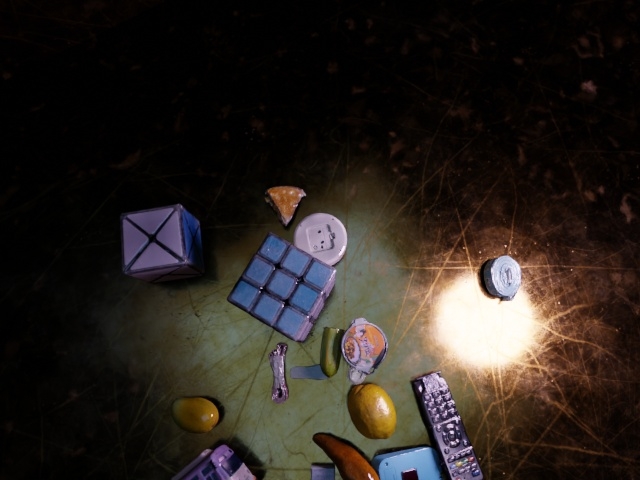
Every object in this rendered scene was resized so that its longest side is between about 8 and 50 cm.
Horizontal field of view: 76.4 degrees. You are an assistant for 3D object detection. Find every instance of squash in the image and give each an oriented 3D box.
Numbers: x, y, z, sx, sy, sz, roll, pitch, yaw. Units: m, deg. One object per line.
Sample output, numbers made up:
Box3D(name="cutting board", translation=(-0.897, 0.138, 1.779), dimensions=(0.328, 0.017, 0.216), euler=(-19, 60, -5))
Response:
Box3D(name="squash", translation=(0.040, 0.443, 1.606), dimensions=(0.095, 0.095, 0.188), euler=(10, 71, 4))

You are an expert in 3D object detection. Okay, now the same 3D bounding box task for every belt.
Box3D(name="belt", translation=(0.749, 0.150, 1.681), dimensions=(0.147, 0.082, 0.163), euler=(34, 74, 0))
Box3D(name="belt", translation=(-0.167, 0.524, 1.614), dimensions=(0.071, 0.053, 0.232), euler=(-4, 75, 1))

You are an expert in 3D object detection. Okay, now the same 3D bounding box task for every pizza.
Box3D(name="pizza", translation=(-0.156, -0.152, 1.803), dimensions=(0.184, 0.052, 0.195), euler=(0, 70, -6))

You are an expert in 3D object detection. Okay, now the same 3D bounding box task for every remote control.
Box3D(name="remote control", translation=(0.470, 0.710, 1.537), dimensions=(0.144, 0.062, 0.399), euler=(-15, 73, -9))

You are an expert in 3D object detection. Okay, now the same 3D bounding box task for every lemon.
Box3D(name="lemon", translation=(0.192, 0.636, 1.517), dimensions=(0.169, 0.170, 0.208), euler=(-24, 71, -5))

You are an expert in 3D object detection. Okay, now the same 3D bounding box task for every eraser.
Box3D(name="eraser", translation=(0.011, 0.946, 1.494), dimensions=(0.091, 0.046, 0.213), euler=(-1, 74, 1))

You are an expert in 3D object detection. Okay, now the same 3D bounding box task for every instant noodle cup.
Box3D(name="instant noodle cup", translation=(0.169, 0.415, 1.598), dimensions=(0.177, 0.125, 0.208), euler=(4, 75, 3))

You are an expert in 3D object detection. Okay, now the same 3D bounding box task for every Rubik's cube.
Box3D(name="Rubik's cube", translation=(-0.132, 0.193, 1.578), dimensions=(0.300, 0.304, 0.305), euler=(27, 79, 9))
Box3D(name="Rubik's cube", translation=(-0.642, 0.022, 1.661), dimensions=(0.254, 0.259, 0.260), euler=(-11, 73, 0))

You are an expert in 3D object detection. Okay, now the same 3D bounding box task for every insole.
Box3D(name="insole", translation=(-0.027, 0.528, 1.630), dimensions=(0.191, 0.010, 0.063), euler=(-3, 75, -1))

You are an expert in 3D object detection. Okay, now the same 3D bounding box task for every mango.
Box3D(name="mango", translation=(-0.487, 0.666, 1.562), dimensions=(0.194, 0.092, 0.130), euler=(22, 78, 12))

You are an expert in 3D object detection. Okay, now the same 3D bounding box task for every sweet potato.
Box3D(name="sweet potato", translation=(0.120, 0.830, 1.480), dimensions=(0.112, 0.112, 0.359), euler=(-45, 52, -10))

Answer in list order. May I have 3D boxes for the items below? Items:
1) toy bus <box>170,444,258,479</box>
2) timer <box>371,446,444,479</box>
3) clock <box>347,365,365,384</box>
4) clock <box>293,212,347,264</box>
Box3D(name="toy bus", translation=(-0.453, 0.940, 1.425), dimensions=(0.439, 0.209, 0.249), euler=(-38, 75, -7))
Box3D(name="timer", translation=(0.331, 0.902, 1.499), dimensions=(0.249, 0.091, 0.232), euler=(-5, 73, -12))
Box3D(name="clock", translation=(0.144, 0.533, 1.625), dimensions=(0.074, 0.010, 0.083), euler=(26, 77, 8))
Box3D(name="clock", translation=(0.000, 0.000, 1.743), dimensions=(0.230, 0.083, 0.231), euler=(0, 75, -1))
